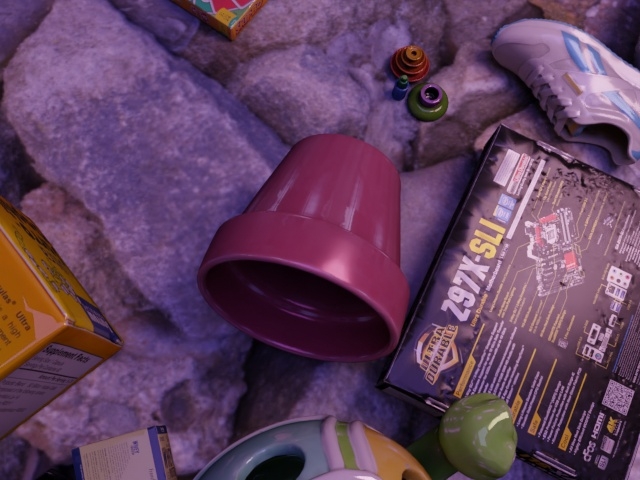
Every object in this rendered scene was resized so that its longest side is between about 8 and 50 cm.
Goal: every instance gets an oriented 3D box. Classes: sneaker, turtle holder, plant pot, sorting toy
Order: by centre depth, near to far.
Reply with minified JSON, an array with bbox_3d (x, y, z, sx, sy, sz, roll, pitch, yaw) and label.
[{"bbox_3d":[0.024,0.265,0.536,0.320,0.227,0.243,-2,65,-10],"label":"turtle holder"},{"bbox_3d":[0.000,0.000,0.653,0.201,0.201,0.180,17,59,2],"label":"plant pot"},{"bbox_3d":[0.300,-0.180,0.763,0.229,0.087,0.092,33,78,8],"label":"sneaker"},{"bbox_3d":[0.118,-0.195,0.778,0.061,0.042,0.102,-26,78,-10],"label":"sorting toy"}]

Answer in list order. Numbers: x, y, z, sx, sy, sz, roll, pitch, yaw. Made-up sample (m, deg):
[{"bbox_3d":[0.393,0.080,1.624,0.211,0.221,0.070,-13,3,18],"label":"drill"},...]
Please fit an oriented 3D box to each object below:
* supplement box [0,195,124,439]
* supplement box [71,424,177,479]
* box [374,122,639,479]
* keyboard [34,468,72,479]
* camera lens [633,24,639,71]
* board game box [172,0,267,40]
[{"bbox_3d":[-0.400,0.124,0.584,0.356,0.194,0.195,-38,80,-12],"label":"supplement box"},{"bbox_3d":[-0.190,0.235,0.636,0.083,0.056,0.083,-15,76,-7],"label":"supplement box"},{"bbox_3d":[0.243,0.068,0.697,0.257,0.079,0.322,25,75,5],"label":"box"},{"bbox_3d":[-0.327,0.296,0.632,0.192,0.038,0.100,-37,103,-13],"label":"keyboard"},{"bbox_3d":[0.513,-0.293,0.735,0.219,0.219,0.274,31,75,5],"label":"camera lens"},{"bbox_3d":[-0.179,-0.371,0.816,0.259,0.039,0.124,34,75,9],"label":"board game box"}]
